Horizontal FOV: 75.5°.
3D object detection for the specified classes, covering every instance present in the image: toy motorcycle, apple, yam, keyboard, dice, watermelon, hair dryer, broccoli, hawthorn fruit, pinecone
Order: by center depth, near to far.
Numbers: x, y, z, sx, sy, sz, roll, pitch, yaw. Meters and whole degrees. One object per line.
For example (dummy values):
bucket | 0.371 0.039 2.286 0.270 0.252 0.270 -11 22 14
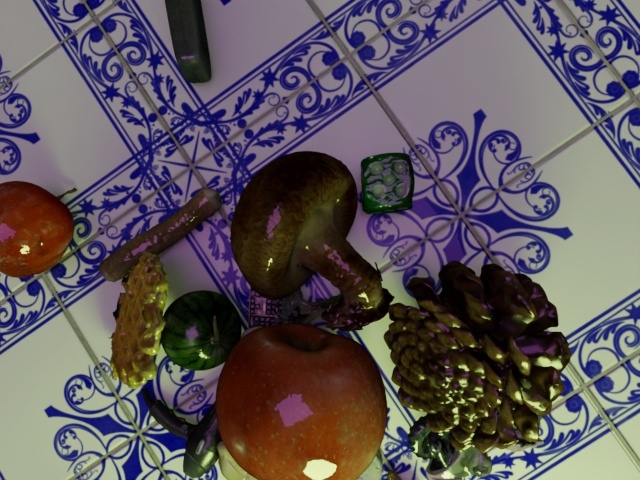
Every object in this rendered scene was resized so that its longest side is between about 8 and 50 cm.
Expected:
apple | -0.036 0.322 0.842 0.348 0.348 0.277 6 98 5
pinecone | 0.338 0.202 0.848 0.383 0.384 0.385 0 88 5
toy motorcycle | 0.359 0.464 0.948 0.326 0.143 0.188 -8 96 -10
watermelon | -0.272 0.211 0.965 0.187 0.214 0.188 -7 100 -39
dice | 0.155 -0.133 0.984 0.120 0.128 0.131 -4 88 5
broccoli | 0.001 0.159 1.010 0.203 0.118 0.123 -12 56 -11
hawthorn fruit | -0.721 -0.052 1.027 0.241 0.242 0.272 36 60 5
hair dryer | -0.343 0.423 1.032 0.271 0.091 0.236 24 81 9
keyboard | -0.130 0.092 1.050 0.106 0.027 0.318 1 87 5
yam | -0.405 -0.015 1.051 0.356 0.081 0.081 -36 85 3

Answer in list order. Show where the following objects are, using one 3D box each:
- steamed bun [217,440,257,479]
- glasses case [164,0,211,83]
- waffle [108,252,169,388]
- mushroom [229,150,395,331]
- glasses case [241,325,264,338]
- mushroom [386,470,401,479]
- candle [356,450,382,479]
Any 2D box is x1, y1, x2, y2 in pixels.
steamed bun | -0.150 0.500 0.999 0.192 0.106 0.178 16 85 -3
glasses case | -0.339 -0.568 1.040 0.074 0.131 0.324 -10 87 -1
waffle | -0.430 0.185 0.972 0.060 0.307 0.312 14 75 -39
mushroom | -0.020 0.003 0.879 0.330 0.334 0.356 -20 49 -26
glasses case | -0.139 0.306 1.020 0.076 0.049 0.197 -14 99 10
mushroom | 0.191 0.619 0.983 0.130 0.072 0.088 53 135 11
candle | 0.051 0.515 0.999 0.168 0.068 0.192 -34 82 3
